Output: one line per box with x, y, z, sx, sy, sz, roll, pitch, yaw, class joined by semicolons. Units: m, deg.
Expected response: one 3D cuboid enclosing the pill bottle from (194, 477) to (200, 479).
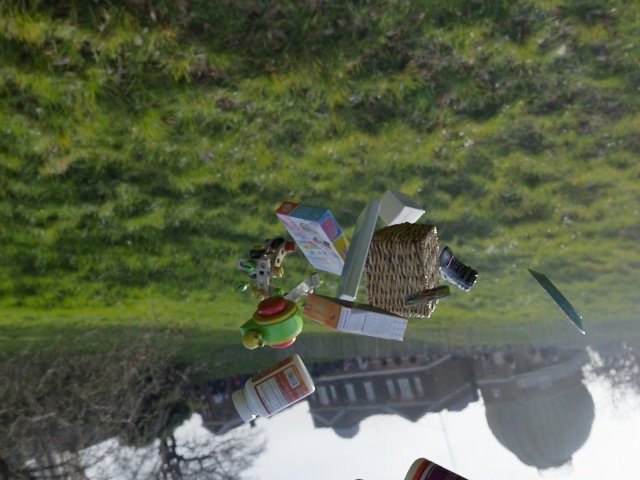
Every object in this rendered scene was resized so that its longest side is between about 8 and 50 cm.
-0.287;0.695;1.507;0.108;0.180;0.108;-37;166;-11;pill bottle

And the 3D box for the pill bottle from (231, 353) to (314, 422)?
-0.135;0.423;1.708;0.216;0.121;0.121;-28;177;-3;pill bottle

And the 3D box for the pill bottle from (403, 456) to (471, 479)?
0.452;0.899;2.085;0.322;0.182;0.181;17;-165;32;pill bottle

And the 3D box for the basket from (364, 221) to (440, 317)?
0.283;0.091;2.071;0.222;0.299;0.213;1;-159;24;basket

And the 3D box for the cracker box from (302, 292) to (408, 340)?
0.091;0.201;1.583;0.232;0.067;0.155;16;180;-35;cracker box

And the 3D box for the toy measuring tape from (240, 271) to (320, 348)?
-0.065;0.166;1.455;0.121;0.121;0.330;-18;-168;41;toy measuring tape

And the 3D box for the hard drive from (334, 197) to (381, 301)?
0.109;0.047;1.826;0.040;0.308;0.203;19;161;-3;hard drive

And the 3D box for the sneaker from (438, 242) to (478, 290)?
0.533;0.105;2.343;0.146;0.105;0.296;27;169;31;sneaker

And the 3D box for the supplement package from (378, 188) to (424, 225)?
0.308;-0.121;2.360;0.105;0.105;0.179;-50;151;22;supplement package

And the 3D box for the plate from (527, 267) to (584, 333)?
0.541;0.130;1.370;0.024;0.188;0.188;-41;170;13;plate

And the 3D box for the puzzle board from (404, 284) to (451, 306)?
0.297;0.152;1.680;0.128;0.011;0.096;-15;-171;11;puzzle board

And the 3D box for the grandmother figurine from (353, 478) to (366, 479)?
0.117;0.959;1.962;0.103;0.343;0.208;10;161;-15;grandmother figurine

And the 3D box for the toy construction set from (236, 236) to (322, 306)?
-0.159;0.140;2.087;0.308;0.258;0.237;30;-166;18;toy construction set

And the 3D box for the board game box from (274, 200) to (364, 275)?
0.000;0.000;2.228;0.242;0.317;0.064;14;-123;45;board game box
